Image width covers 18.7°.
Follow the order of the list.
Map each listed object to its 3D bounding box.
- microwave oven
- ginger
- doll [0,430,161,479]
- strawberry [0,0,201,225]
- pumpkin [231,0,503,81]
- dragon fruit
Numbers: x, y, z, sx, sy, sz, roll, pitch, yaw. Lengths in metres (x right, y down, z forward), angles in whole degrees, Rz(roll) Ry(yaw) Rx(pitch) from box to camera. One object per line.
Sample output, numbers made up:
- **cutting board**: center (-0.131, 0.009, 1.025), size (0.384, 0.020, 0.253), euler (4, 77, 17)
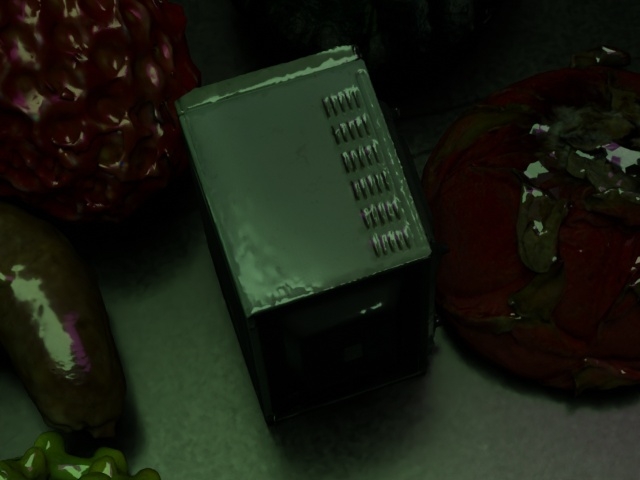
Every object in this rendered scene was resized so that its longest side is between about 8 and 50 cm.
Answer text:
- **microwave oven**: center (0.000, 0.000, 1.169), size (0.129, 0.205, 0.163), euler (-19, 70, -5)
- **ginger**: center (-0.256, 0.018, 1.218), size (0.309, 0.107, 0.133), euler (15, 24, 3)
- **doll**: center (-0.072, 0.194, 1.059), size (0.346, 0.341, 0.099), euler (29, 105, 24)
- **strawberry**: center (-0.171, -0.088, 1.238), size (0.234, 0.234, 0.178), euler (-39, 94, -13)
- **pumpkin**: center (0.033, -0.213, 1.279), size (0.220, 0.162, 0.220), euler (1, 78, -4)
- **dragon fruit**: center (0.168, -0.031, 1.206), size (0.224, 0.148, 0.218), euler (-39, 71, -13)
